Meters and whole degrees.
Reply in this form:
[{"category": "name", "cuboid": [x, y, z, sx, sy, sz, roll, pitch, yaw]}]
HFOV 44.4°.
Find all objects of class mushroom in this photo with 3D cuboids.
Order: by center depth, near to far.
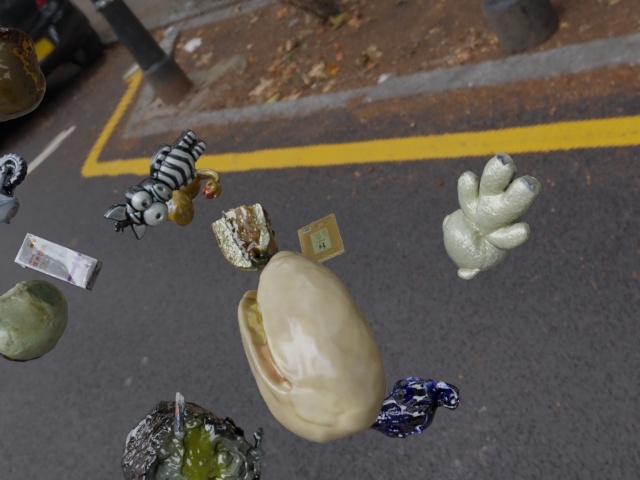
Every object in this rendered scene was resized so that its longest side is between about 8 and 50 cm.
[{"category": "mushroom", "cuboid": [-0.798, 0.211, 2.163, 0.189, 0.267, 0.164, 47, 108, 23]}]

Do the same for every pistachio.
[{"category": "pistachio", "cuboid": [-0.479, -0.237, 1.091, 0.130, 0.210, 0.165, 44, 106, 23]}, {"category": "pistachio", "cuboid": [-0.010, 0.143, 1.097, 0.187, 0.187, 0.299, -34, 44, 9]}]

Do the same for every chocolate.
[{"category": "chocolate", "cuboid": [0.105, 0.320, 1.472, 0.343, 0.126, 0.148, -8, 16, 34]}]

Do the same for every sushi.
[{"category": "sushi", "cuboid": [-0.315, 0.548, 1.916, 0.294, 0.299, 0.282, -18, 47, 64]}]

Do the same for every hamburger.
[{"category": "hamburger", "cuboid": [-0.172, 0.013, 1.897, 0.135, 0.156, 0.208, -14, -12, 1]}]

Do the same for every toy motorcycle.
[{"category": "toy motorcycle", "cuboid": [-0.769, -0.097, 1.755, 0.270, 0.106, 0.159, -15, 74, 15]}]

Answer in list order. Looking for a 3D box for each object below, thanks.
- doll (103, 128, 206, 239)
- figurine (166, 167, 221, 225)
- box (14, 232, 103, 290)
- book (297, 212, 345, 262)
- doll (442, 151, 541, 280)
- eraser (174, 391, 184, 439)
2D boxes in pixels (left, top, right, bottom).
[{"category": "doll", "cuboid": [-0.280, -0.095, 1.364, 0.219, 0.091, 0.067, -52, 44, -6]}, {"category": "figurine", "cuboid": [-0.252, -0.089, 1.510, 0.122, 0.121, 0.176, -7, 35, 3]}, {"category": "box", "cuboid": [-0.390, 0.033, 1.171, 0.036, 0.117, 0.051, 108, -179, -80]}, {"category": "book", "cuboid": [0.000, 0.000, 2.185, 0.118, 0.012, 0.172, -25, 38, 9]}, {"category": "doll", "cuboid": [0.368, -0.053, 1.647, 0.278, 0.149, 0.175, 116, 152, -45]}, {"category": "eraser", "cuboid": [-0.307, 0.381, 1.702, 0.027, 0.019, 0.099, 152, 121, -61]}]
